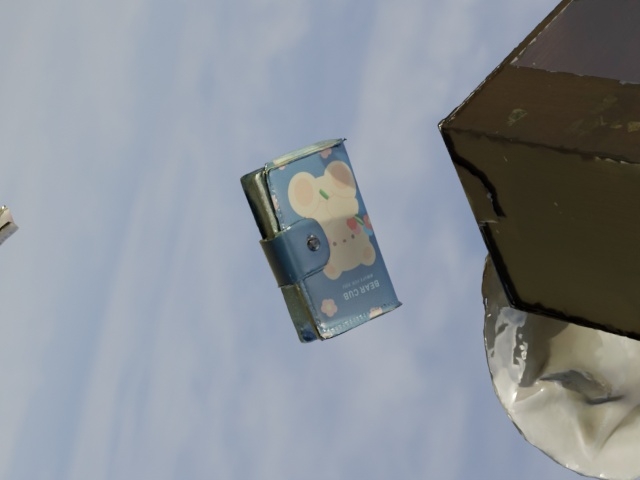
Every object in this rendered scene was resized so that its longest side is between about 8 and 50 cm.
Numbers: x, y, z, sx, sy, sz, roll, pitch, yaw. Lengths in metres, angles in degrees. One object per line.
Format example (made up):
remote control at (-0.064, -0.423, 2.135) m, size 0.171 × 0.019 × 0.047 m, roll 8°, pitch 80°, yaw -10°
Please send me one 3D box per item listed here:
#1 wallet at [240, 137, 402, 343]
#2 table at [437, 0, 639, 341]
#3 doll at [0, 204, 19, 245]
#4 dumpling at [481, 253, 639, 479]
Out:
wallet at (-0.001, 0.000, 1.875) m, size 0.059 × 0.141 × 0.202 m, roll -13°, pitch -82°, yaw 50°
table at (0.291, -0.083, 1.357) m, size 0.251 × 0.196 × 0.282 m, roll 12°, pitch -131°, yaw 44°
doll at (-0.393, 0.028, 1.661) m, size 0.105 × 0.221 × 0.115 m, roll -98°, pitch 167°, yaw -49°
dumpling at (0.277, 0.108, 1.706) m, size 0.163 × 0.293 × 0.204 m, roll -41°, pitch -162°, yaw 25°
